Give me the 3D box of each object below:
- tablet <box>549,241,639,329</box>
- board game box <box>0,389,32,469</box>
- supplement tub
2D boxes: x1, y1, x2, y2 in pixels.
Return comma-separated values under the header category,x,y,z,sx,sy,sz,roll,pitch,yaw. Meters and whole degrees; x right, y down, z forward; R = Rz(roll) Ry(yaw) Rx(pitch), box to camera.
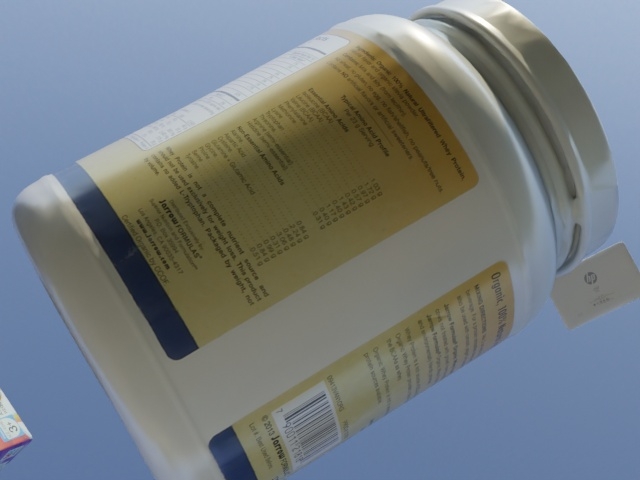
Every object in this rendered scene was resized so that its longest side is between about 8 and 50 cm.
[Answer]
category,x,y,z,sx,sy,sz,roll,pitch,yaw
tablet,0.257,0.043,0.934,0.083,0.006,0.054,-29,-98,17
board game box,-0.405,0.183,0.824,0.144,0.275,0.142,-43,-102,23
supplement tub,0.000,0.000,0.625,0.316,0.228,0.228,-30,-106,-14
